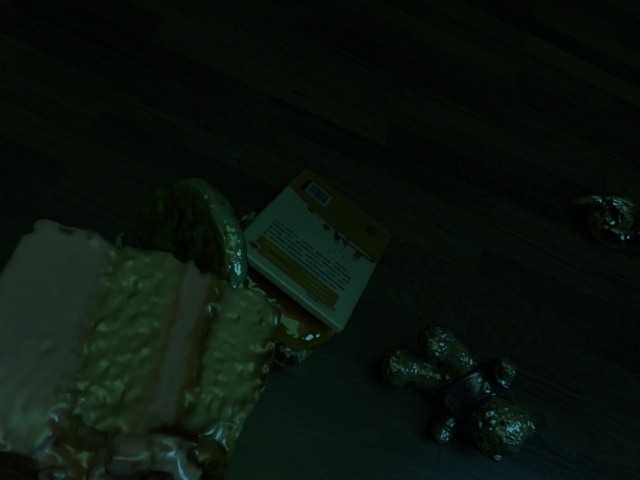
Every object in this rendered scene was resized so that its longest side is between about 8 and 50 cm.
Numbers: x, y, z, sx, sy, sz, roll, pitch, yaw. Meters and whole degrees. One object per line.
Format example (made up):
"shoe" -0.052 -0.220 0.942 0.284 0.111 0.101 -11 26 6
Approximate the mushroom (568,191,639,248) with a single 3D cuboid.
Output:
"mushroom" 0.596 -0.048 1.211 0.171 0.080 0.135 30 50 -2

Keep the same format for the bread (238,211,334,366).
"bread" -0.080 0.079 0.934 0.241 0.107 0.136 47 60 7

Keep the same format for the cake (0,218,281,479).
"cake" -0.247 0.179 0.692 0.307 0.314 0.293 22 47 -12

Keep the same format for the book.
"book" 0.000 0.000 0.964 0.208 0.020 0.295 39 36 -2

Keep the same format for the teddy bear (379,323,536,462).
"teddy bear" 0.234 0.238 0.954 0.251 0.182 0.129 46 26 7

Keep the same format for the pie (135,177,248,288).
"pie" -0.198 0.023 0.867 0.054 0.240 0.240 -5 66 -50

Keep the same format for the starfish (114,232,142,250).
"starfish" -0.322 0.032 0.931 0.086 0.016 0.092 -4 74 -20
